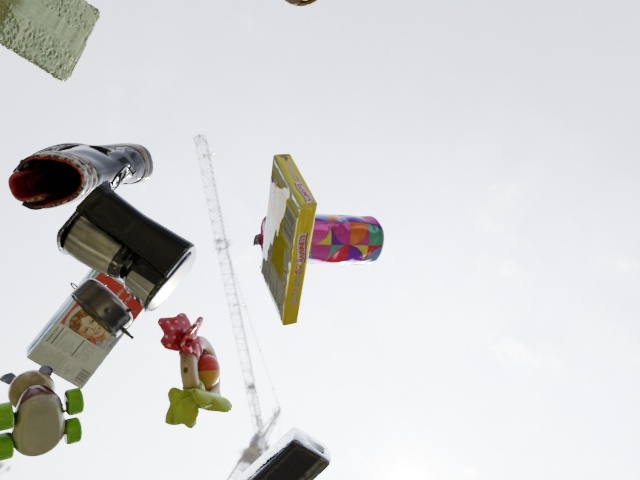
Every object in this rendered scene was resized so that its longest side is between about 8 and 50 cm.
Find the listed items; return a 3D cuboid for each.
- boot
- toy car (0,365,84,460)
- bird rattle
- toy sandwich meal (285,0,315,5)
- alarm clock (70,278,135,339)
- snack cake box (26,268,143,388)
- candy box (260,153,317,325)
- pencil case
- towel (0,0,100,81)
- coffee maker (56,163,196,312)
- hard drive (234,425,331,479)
[{"bbox_3d":[-0.623,-0.152,1.452,0.378,0.284,0.138,-1,-76,13],"label":"boot"},{"bbox_3d":[-0.583,0.324,1.248,0.188,0.155,0.148,41,-54,45],"label":"toy car"},{"bbox_3d":[-0.289,0.291,1.404,0.143,0.207,0.253,-20,-107,5],"label":"bird rattle"},{"bbox_3d":[-0.025,-0.367,0.849,0.086,0.029,0.085,1,-87,16],"label":"toy sandwich meal"},{"bbox_3d":[-0.462,0.129,1.281,0.192,0.064,0.129,23,-30,32],"label":"alarm clock"},{"bbox_3d":[-0.563,0.204,1.495,0.152,0.089,0.264,41,-102,-25],"label":"snack cake box"},{"bbox_3d":[-0.044,0.003,0.787,0.027,0.105,0.205,-7,-46,-19],"label":"candy box"},{"bbox_3d":[0.000,0.000,1.120,0.104,0.237,0.104,2,-88,60],"label":"pencil case"},{"bbox_3d":[-0.333,-0.264,0.747,0.027,0.148,0.110,25,-90,16],"label":"towel"},{"bbox_3d":[-0.283,-0.005,0.954,0.178,0.120,0.171,33,-89,2],"label":"coffee maker"},{"bbox_3d":[-0.068,0.300,0.758,0.172,0.254,0.054,-41,-99,-12],"label":"hard drive"}]
